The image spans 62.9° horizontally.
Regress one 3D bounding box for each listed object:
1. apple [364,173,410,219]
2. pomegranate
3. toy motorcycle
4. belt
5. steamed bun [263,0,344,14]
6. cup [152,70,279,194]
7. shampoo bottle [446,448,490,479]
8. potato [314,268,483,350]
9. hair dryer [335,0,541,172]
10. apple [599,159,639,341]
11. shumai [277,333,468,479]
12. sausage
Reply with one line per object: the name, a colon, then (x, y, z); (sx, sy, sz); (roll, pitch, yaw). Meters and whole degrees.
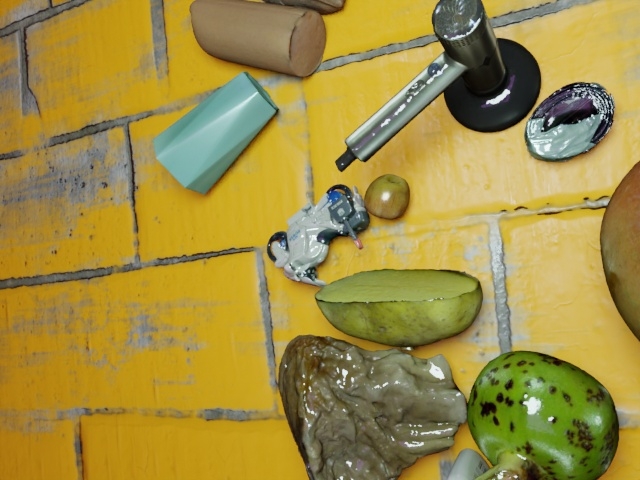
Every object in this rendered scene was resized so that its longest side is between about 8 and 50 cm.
apple: (0.117, -0.077, 0.916); (0.083, 0.084, 0.071); (21, 118, 23)
pomegranate: (0.304, 0.277, 0.747); (0.210, 0.263, 0.211); (24, 138, 23)
toy motorcycle: (0.000, 0.000, 0.962); (0.221, 0.102, 0.150); (-39, 62, 19)
belt: (0.385, -0.181, 0.813); (0.140, 0.058, 0.105); (-36, 81, 16)
steamed bun: (-0.034, -0.505, 0.971); (0.174, 0.106, 0.145); (12, 103, 21)
cup: (-0.201, -0.218, 1.034); (0.235, 0.134, 0.148); (-39, 47, 14)
shampoo bottle: (0.225, 0.397, 0.784); (0.051, 0.220, 0.108); (-27, 79, 22)
potato: (0.134, 0.120, 0.875); (0.271, 0.160, 0.111); (-5, 102, 22)
hair dryer: (0.159, -0.228, 0.795); (0.284, 0.320, 0.156); (-25, 79, 32)
apple: (0.523, 0.028, 0.615); (0.338, 0.305, 0.339); (-17, 52, 23)
shumai: (0.087, 0.300, 0.911); (0.282, 0.217, 0.346); (-22, 91, -9)
sausage: (-0.126, -0.397, 1.010); (0.252, 0.123, 0.123); (20, 97, 24)
